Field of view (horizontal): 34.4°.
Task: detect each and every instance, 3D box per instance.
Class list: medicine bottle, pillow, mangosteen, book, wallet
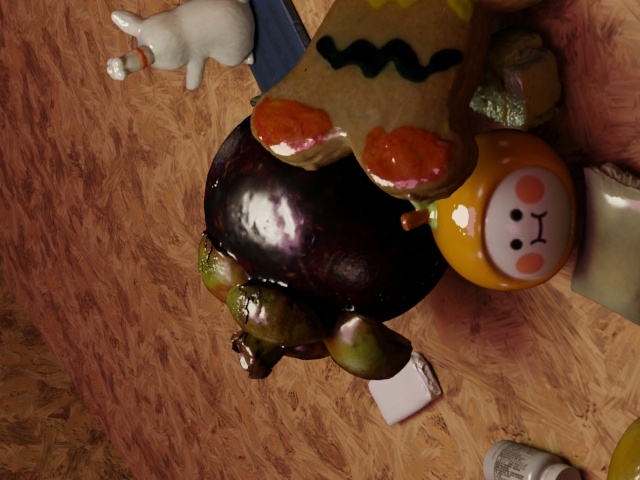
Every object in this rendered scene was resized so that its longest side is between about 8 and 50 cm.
[{"bbox_3d":[0.317,0.351,1.545,0.140,0.079,0.079,8,114,56],"label":"medicine bottle"},{"bbox_3d":[0.368,0.002,1.285,0.119,0.053,0.208,37,140,46],"label":"pillow"},{"bbox_3d":[0.013,-0.014,1.496,0.381,0.381,0.421,131,154,-56],"label":"mangosteen"},{"bbox_3d":[-0.082,-0.345,1.834,0.269,0.025,0.191,64,148,10],"label":"book"},{"bbox_3d":[0.145,0.259,1.815,0.095,0.033,0.190,60,149,14],"label":"wallet"}]

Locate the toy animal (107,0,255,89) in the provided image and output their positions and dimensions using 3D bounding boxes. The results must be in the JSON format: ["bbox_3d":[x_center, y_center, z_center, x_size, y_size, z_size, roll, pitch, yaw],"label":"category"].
[{"bbox_3d":[-0.255,-0.352,1.830,0.140,0.283,0.138,62,164,18],"label":"toy animal"}]

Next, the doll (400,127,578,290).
[{"bbox_3d":[0.205,-0.039,1.338,0.213,0.236,0.213,178,90,-86],"label":"doll"}]

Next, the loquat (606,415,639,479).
[{"bbox_3d":[0.443,0.296,1.186,0.244,0.244,0.243,35,135,44],"label":"loquat"}]

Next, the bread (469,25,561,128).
[{"bbox_3d":[0.233,-0.221,1.323,0.156,0.103,0.110,34,140,36],"label":"bread"}]

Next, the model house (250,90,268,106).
[{"bbox_3d":[-0.008,-0.187,1.720,0.165,0.106,0.152,18,139,41],"label":"model house"}]

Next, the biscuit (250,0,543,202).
[{"bbox_3d":[0.083,-0.262,1.300,0.368,0.076,0.394,20,80,35],"label":"biscuit"}]
